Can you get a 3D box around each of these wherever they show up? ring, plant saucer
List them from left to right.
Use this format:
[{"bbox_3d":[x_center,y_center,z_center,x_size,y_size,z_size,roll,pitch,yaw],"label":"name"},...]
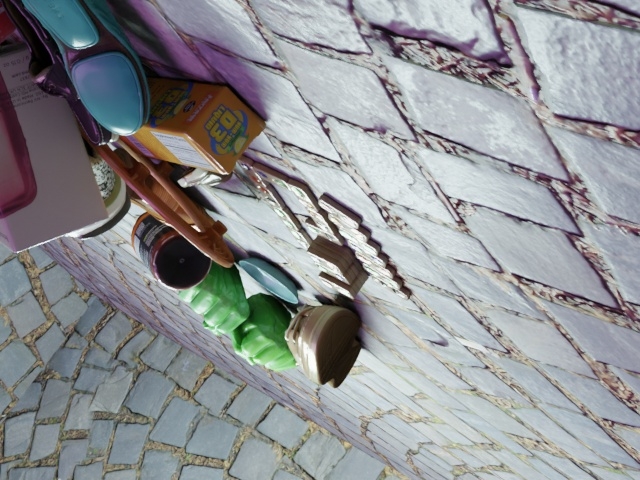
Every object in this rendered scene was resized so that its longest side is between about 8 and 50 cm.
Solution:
[{"bbox_3d":[-0.230,-0.093,1.583,0.336,0.032,0.336,46,-177,-3],"label":"ring"},{"bbox_3d":[-0.081,0.062,1.945,0.119,0.021,0.119,32,166,9],"label":"plant saucer"}]

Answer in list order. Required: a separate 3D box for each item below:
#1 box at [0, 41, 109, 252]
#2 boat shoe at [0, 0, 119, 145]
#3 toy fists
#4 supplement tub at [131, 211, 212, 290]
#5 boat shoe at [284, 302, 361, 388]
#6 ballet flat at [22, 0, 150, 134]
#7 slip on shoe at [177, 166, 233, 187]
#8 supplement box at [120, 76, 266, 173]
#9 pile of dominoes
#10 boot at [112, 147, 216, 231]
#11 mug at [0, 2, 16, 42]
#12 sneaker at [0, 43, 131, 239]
[{"bbox_3d":[-0.373,-0.120,1.444,0.148,0.127,0.232,19,128,63],"label":"box"},{"bbox_3d":[-0.301,-0.201,1.327,0.080,0.073,0.223,20,137,49],"label":"boat shoe"},{"bbox_3d":[-0.141,0.132,2.058,0.279,0.096,0.142,44,-169,-28],"label":"toy fists"},{"bbox_3d":[-0.259,0.007,1.970,0.106,0.106,0.198,43,178,-29],"label":"supplement tub"},{"bbox_3d":[-0.009,0.166,1.913,0.110,0.121,0.341,31,167,13],"label":"boat shoe"},{"bbox_3d":[-0.243,-0.222,1.247,0.083,0.087,0.247,-9,141,14],"label":"ballet flat"},{"bbox_3d":[-0.152,-0.089,1.549,0.041,0.051,0.135,41,158,-13],"label":"slip on shoe"},{"bbox_3d":[-0.164,-0.138,1.351,0.233,0.078,0.080,16,155,52],"label":"supplement box"},{"bbox_3d":[0.000,0.000,1.504,0.196,0.040,0.251,26,164,33],"label":"pile of dominoes"},{"bbox_3d":[-0.260,-0.067,1.842,0.152,0.073,0.197,34,-179,-42],"label":"boot"},{"bbox_3d":[-0.443,-0.313,1.361,0.150,0.113,0.169,17,154,48],"label":"mug"},{"bbox_3d":[-0.416,-0.197,1.635,0.410,0.158,0.182,42,148,11],"label":"sneaker"}]
